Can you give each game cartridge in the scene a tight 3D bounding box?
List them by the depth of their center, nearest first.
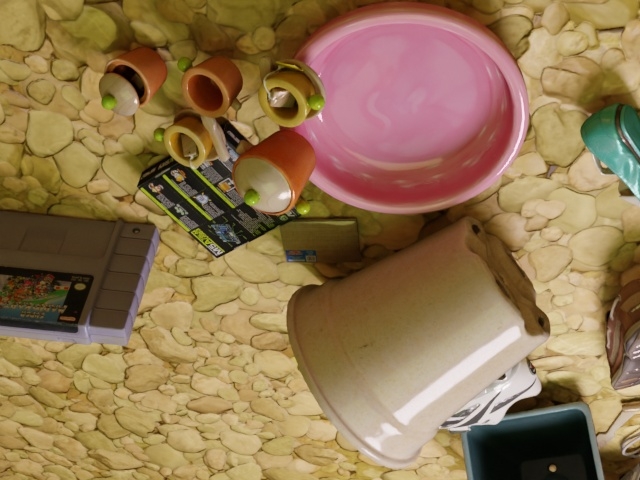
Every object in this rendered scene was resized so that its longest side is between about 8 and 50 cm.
[{"bbox_3d":[-0.458,0.051,1.327,0.355,0.230,0.068,6,134,2],"label":"game cartridge"}]

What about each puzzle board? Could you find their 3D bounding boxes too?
[{"bbox_3d":[0.000,0.000,1.368,0.128,0.011,0.096,0,135,9],"label":"puzzle board"}]

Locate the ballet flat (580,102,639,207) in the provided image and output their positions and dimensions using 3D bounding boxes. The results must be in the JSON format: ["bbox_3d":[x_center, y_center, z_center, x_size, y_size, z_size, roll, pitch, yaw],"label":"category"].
[{"bbox_3d":[0.448,-0.101,1.175,0.247,0.083,0.087,41,150,-28],"label":"ballet flat"}]

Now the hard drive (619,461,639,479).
[{"bbox_3d":[0.594,0.622,1.725,0.064,0.237,0.339,30,141,12],"label":"hard drive"}]

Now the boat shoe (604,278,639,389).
[{"bbox_3d":[0.533,0.158,1.382,0.123,0.116,0.324,-16,151,1],"label":"boat shoe"}]

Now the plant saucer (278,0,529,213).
[{"bbox_3d":[0.110,-0.181,1.127,0.332,0.084,0.332,4,135,4],"label":"plant saucer"}]

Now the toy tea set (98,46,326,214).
[{"bbox_3d":[-0.152,-0.146,1.096,0.336,0.124,0.200,14,133,23],"label":"toy tea set"}]

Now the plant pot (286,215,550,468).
[{"bbox_3d":[0.170,0.135,1.291,0.305,0.333,0.334,-36,121,22],"label":"plant pot"}]

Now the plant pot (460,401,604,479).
[{"bbox_3d":[0.438,0.474,1.618,0.248,0.247,0.252,-14,155,20],"label":"plant pot"}]

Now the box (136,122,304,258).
[{"bbox_3d":[-0.154,-0.072,1.297,0.184,0.045,0.191,-25,127,31],"label":"box"}]

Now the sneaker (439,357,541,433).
[{"bbox_3d":[0.261,0.311,1.557,0.331,0.122,0.146,-31,121,32],"label":"sneaker"}]

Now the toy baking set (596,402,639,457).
[{"bbox_3d":[0.661,0.368,1.622,0.256,0.030,0.196,-7,133,14],"label":"toy baking set"}]
